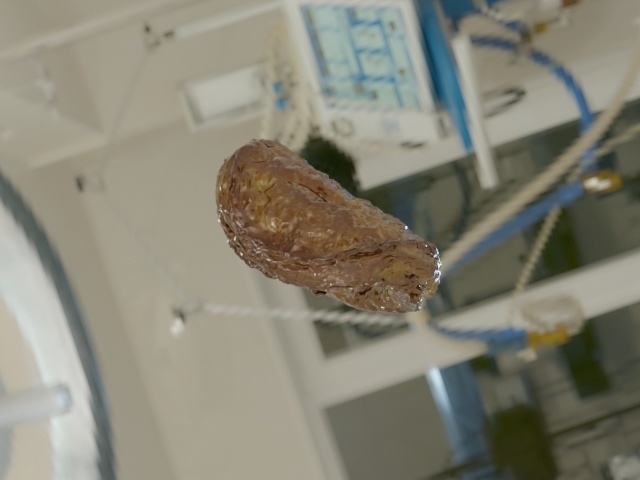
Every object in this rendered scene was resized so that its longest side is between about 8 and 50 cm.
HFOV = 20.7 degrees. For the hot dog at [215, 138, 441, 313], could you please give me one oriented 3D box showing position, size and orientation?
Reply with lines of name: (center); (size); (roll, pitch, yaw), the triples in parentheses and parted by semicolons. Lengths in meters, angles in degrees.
hot dog: (0.002, -0.002, 0.987); (0.147, 0.065, 0.099); (36, -172, 31)
